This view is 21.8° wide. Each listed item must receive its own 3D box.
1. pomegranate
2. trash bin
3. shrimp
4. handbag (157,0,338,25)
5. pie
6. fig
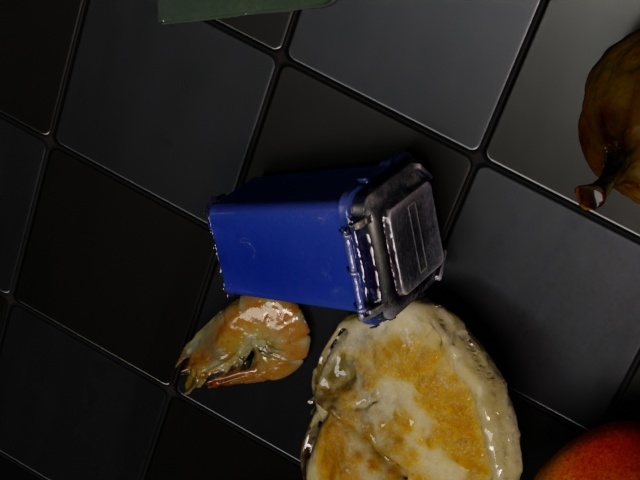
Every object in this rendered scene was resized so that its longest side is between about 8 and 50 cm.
[{"bbox_3d":[0.311,0.314,1.782,0.221,0.257,0.221,60,165,28],"label":"pomegranate"},{"bbox_3d":[0.000,0.000,1.835,0.235,0.184,0.162,2,113,32],"label":"trash bin"},{"bbox_3d":[-0.098,0.138,2.024,0.217,0.051,0.115,-37,95,32],"label":"shrimp"},{"bbox_3d":[-0.090,-0.359,1.764,0.260,0.079,0.247,-1,112,28],"label":"handbag"},{"bbox_3d":[0.095,0.230,1.886,0.339,0.077,0.339,-5,83,43],"label":"pie"},{"bbox_3d":[0.304,-0.119,1.570,0.191,0.290,0.190,7,99,45],"label":"fig"}]
